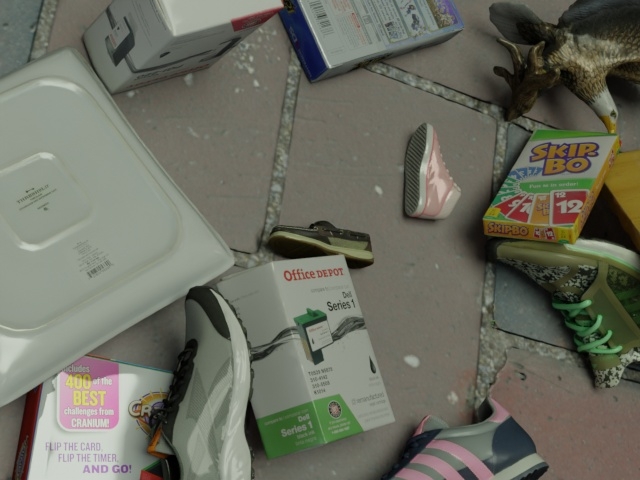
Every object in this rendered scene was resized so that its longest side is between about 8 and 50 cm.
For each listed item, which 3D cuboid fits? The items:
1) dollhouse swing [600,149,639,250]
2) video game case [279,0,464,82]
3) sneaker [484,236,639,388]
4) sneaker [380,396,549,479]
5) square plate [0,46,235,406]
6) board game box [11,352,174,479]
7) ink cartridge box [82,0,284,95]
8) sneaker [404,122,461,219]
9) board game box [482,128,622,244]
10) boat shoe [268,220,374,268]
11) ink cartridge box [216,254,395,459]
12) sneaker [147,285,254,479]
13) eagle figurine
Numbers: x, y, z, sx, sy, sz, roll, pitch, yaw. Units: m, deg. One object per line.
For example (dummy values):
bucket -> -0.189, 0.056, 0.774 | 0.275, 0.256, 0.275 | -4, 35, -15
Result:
dollhouse swing -> 0.591, 0.028, 1.785 | 0.305, 0.315, 0.347 | -22, 44, 0
video game case -> 0.041, -0.374, 1.739 | 0.244, 0.061, 0.269 | -21, 85, -30
sneaker -> 0.401, 0.110, 1.743 | 0.410, 0.158, 0.182 | 22, 82, -15
sneaker -> 0.124, 0.291, 1.562 | 0.319, 0.112, 0.131 | -14, 60, -31
square plate -> -0.315, -0.039, 1.408 | 0.347, 0.049, 0.344 | -32, 79, -34
board game box -> -0.218, 0.294, 1.384 | 0.242, 0.064, 0.316 | 15, 67, -23
ink cartridge box -> -0.167, -0.261, 1.499 | 0.158, 0.218, 0.092 | -21, 90, -32
sneaker -> 0.155, -0.089, 1.717 | 0.070, 0.051, 0.134 | 14, 71, -26
board game box -> 0.324, -0.085, 1.736 | 0.259, 0.124, 0.039 | -52, 140, -47
boat shoe -> 0.000, 0.000, 1.606 | 0.152, 0.056, 0.049 | 16, 62, -34
ink cartridge box -> -0.016, 0.132, 1.498 | 0.160, 0.092, 0.219 | -5, 76, -56
sneaker -> -0.134, 0.179, 1.371 | 0.108, 0.100, 0.271 | 4, 72, -22
eagle figurine -> 0.403, -0.262, 1.817 | 0.298, 0.226, 0.225 | -25, 124, -16
